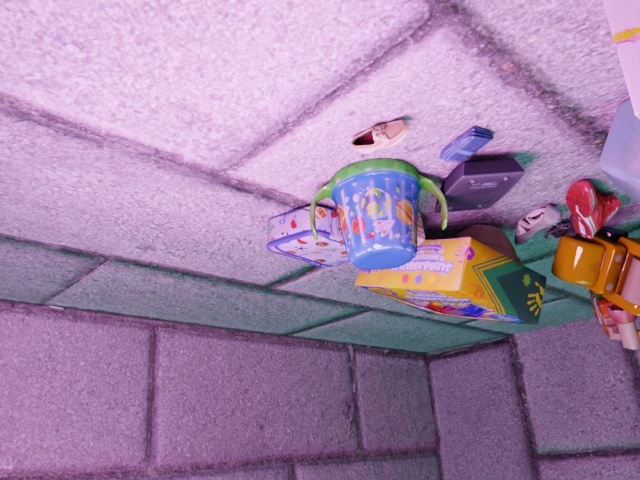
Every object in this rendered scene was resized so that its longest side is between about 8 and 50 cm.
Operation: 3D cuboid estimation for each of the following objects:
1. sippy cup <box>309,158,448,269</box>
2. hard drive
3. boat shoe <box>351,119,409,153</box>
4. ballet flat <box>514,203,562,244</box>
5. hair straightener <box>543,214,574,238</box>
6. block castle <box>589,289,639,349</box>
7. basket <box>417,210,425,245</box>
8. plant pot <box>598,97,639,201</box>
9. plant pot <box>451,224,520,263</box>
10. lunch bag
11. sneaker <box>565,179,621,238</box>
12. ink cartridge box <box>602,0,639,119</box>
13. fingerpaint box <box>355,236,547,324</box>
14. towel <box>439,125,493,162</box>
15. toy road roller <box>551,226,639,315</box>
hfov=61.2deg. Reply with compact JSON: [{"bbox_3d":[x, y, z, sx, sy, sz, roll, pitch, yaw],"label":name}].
[{"bbox_3d":[0.145,-0.052,1.351,0.306,0.223,0.240,-20,154,34],"label":"sippy cup"},{"bbox_3d":[0.394,-0.138,1.378,0.172,0.054,0.254,-5,164,-4],"label":"hard drive"},{"bbox_3d":[0.125,-0.222,1.154,0.135,0.050,0.045,-22,158,37],"label":"boat shoe"},{"bbox_3d":[0.650,-0.053,1.667,0.068,0.072,0.213,29,151,-6],"label":"ballet flat"},{"bbox_3d":[0.770,-0.056,1.702,0.089,0.047,0.230,1,162,-12],"label":"hair straightener"},{"bbox_3d":[1.122,0.175,1.901,0.303,0.212,0.453,-17,-169,18],"label":"block castle"},{"bbox_3d":[0.206,-0.036,1.554,0.167,0.113,0.103,10,150,-30],"label":"basket"},{"bbox_3d":[0.729,-0.180,1.096,0.252,0.247,0.247,17,179,44],"label":"plant pot"},{"bbox_3d":[0.511,0.020,1.701,0.238,0.109,0.237,15,167,4],"label":"plant pot"},{"bbox_3d":[0.000,0.000,1.609,0.243,0.114,0.304,-18,153,37],"label":"lunch bag"},{"bbox_3d":[0.774,-0.116,1.527,0.128,0.087,0.221,-40,137,-8],"label":"sneaker"},{"bbox_3d":[0.558,-0.294,0.804,0.171,0.232,0.168,14,154,-37],"label":"ink cartridge box"},{"bbox_3d":[0.395,0.132,1.695,0.371,0.163,0.445,24,165,-32],"label":"fingerpaint box"},{"bbox_3d":[0.333,-0.214,1.236,0.067,0.029,0.119,6,156,-26],"label":"towel"},{"bbox_3d":[0.885,0.084,1.682,0.241,0.202,0.329,4,-163,-14],"label":"toy road roller"}]
